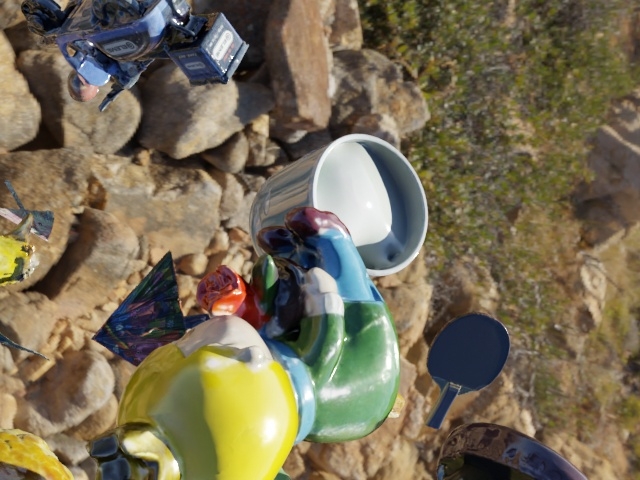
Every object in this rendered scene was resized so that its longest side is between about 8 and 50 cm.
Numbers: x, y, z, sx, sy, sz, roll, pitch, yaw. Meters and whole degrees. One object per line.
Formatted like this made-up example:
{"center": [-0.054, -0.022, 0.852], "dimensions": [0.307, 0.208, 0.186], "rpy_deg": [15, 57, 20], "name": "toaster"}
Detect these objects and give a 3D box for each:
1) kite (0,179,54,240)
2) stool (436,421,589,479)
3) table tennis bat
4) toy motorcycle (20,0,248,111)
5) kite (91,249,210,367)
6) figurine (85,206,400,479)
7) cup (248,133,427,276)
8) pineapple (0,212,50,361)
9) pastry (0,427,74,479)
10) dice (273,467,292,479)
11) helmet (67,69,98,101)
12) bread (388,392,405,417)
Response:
{"center": [-0.494, -0.052, 1.282], "dimensions": [0.005, 0.152, 0.137], "rpy_deg": [-51, 160, 16], "name": "kite"}
{"center": [0.259, 0.414, 1.113], "dimensions": [0.178, 0.272, 0.272], "rpy_deg": [-42, 118, -33], "name": "stool"}
{"center": [0.164, 0.155, 0.915], "dimensions": [0.095, 0.014, 0.158], "rpy_deg": [19, 108, -14], "name": "table tennis bat"}
{"center": [-0.302, -0.309, 1.188], "dimensions": [0.213, 0.358, 0.125], "rpy_deg": [51, 54, -41], "name": "toy motorcycle"}
{"center": [-0.318, 0.178, 1.468], "dimensions": [0.233, 0.016, 0.321], "rpy_deg": [-8, 105, -3], "name": "kite"}
{"center": [-0.053, 0.075, 0.518], "dimensions": [0.234, 0.127, 0.185], "rpy_deg": [-9, 87, -38], "name": "figurine"}
{"center": [0.000, 0.000, 1.459], "dimensions": [0.259, 0.274, 0.357], "rpy_deg": [35, 64, -24], "name": "cup"}
{"center": [-0.455, 0.028, 0.805], "dimensions": [0.334, 0.161, 0.158], "rpy_deg": [9, 87, -30], "name": "pineapple"}
{"center": [-0.624, 0.529, 1.422], "dimensions": [0.388, 0.312, 0.389], "rpy_deg": [12, 66, -30], "name": "pastry"}
{"center": [-0.176, 0.540, 1.254], "dimensions": [0.322, 0.330, 0.318], "rpy_deg": [-20, 119, -21], "name": "dice"}
{"center": [-0.494, -0.334, 1.604], "dimensions": [0.065, 0.049, 0.084], "rpy_deg": [-4, 70, -7], "name": "helmet"}
{"center": [0.111, 0.305, 1.574], "dimensions": [0.074, 0.132, 0.053], "rpy_deg": [21, 105, -49], "name": "bread"}
